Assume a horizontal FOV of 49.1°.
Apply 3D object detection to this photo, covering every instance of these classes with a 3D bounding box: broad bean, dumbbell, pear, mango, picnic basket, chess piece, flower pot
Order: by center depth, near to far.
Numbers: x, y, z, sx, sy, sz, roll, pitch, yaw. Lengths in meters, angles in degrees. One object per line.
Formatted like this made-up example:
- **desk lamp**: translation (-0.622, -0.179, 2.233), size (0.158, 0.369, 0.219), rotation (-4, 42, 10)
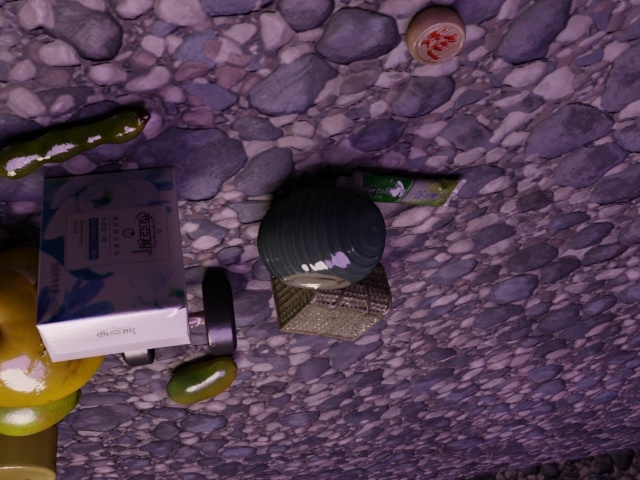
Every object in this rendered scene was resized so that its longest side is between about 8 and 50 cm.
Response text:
- **chess piece**: translation (0.161, -0.284, 0.975), size (0.083, 0.038, 0.084), rotation (-8, 144, -6)
- **broad bean**: translation (-0.357, -0.140, 1.002), size (0.256, 0.053, 0.052), rotation (-16, 108, 4)
- **pear**: translation (-0.500, 0.139, 1.204), size (0.284, 0.336, 0.285), rotation (-3, 100, -17)
- **flower pot**: translation (0.000, 0.000, 1.205), size (0.189, 0.157, 0.243), rotation (19, 160, -41)
- **dumbbell**: translation (-0.279, 0.158, 1.372), size (0.218, 0.153, 0.152), rotation (-6, 146, -9)
- **picnic basket**: translation (0.025, 0.103, 1.410), size (0.196, 0.134, 0.154), rotation (14, 141, -34)
- **pear**: translation (-0.610, 0.324, 1.479), size (0.219, 0.188, 0.187), rotation (15, 137, -38)
- **mango**: translation (-0.281, 0.342, 1.698), size (0.191, 0.086, 0.122), rotation (-19, 143, 11)

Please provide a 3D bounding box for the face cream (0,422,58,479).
- **face cream**: translation (-0.745, 0.493, 1.677), size (0.218, 0.179, 0.218), rotation (-9, 146, -6)

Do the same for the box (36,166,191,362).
- **box**: translation (-0.310, 0.029, 1.060), size (0.203, 0.274, 0.116), rotation (-5, 143, -11)

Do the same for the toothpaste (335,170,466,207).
- **toothpaste**: translation (0.142, -0.092, 1.245), size (0.247, 0.047, 0.078), rotation (3, 139, -26)
